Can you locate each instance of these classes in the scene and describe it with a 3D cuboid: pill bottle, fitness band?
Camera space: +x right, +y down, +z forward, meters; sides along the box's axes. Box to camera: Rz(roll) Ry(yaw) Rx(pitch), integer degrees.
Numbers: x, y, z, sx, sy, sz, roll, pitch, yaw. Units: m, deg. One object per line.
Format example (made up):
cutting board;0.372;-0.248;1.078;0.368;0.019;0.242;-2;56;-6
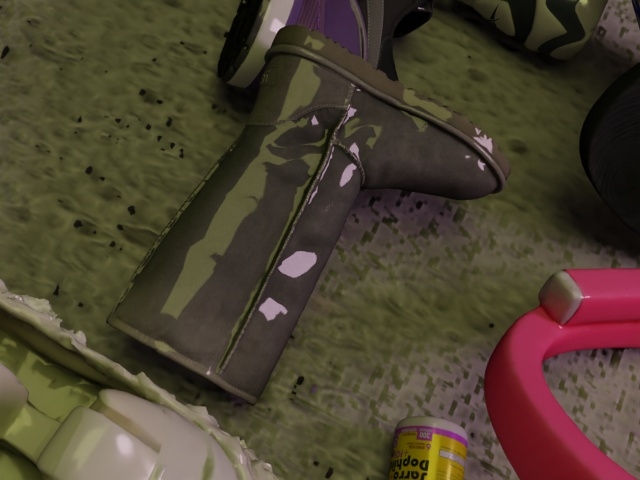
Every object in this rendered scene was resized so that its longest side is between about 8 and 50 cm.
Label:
pill bottle;0.059;0.146;0.582;0.043;0.043;0.083;14;62;-5
fitness band;0.229;0.103;0.575;0.291;0.054;0.209;2;40;-30

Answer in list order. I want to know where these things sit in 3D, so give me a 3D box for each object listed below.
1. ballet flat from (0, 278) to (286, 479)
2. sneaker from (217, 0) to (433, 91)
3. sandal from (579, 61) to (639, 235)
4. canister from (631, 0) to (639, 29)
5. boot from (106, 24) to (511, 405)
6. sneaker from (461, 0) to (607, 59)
ballet flat;-0.160;0.095;0.510;0.409;0.147;0.147;32;62;4
sneaker;0.025;-0.205;0.731;0.124;0.107;0.283;24;66;-17
sandal;0.382;-0.008;0.636;0.446;0.167;0.107;19;26;-8
canister;0.266;-0.149;0.686;0.073;0.170;0.126;-32;31;-5
boot;0.000;0.001;0.608;0.190;0.076;0.208;26;74;-13
sneaker;0.160;-0.265;0.763;0.153;0.094;0.235;21;88;0
